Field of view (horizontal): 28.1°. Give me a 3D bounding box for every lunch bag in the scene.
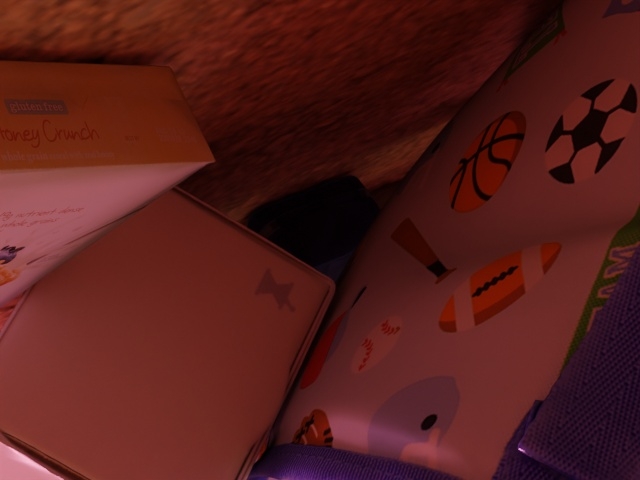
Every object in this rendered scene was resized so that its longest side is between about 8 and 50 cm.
[{"bbox_3d":[0.132,0.039,0.605,0.328,0.239,0.385,-57,175,-19],"label":"lunch bag"},{"bbox_3d":[0.000,0.000,0.836,0.098,0.065,0.067,-21,153,-27],"label":"lunch bag"}]

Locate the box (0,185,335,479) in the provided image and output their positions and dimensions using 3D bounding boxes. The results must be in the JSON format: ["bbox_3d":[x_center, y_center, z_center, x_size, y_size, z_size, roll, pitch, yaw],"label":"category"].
[{"bbox_3d":[-0.120,0.094,0.676,0.148,0.121,0.311,-63,-171,-29],"label":"box"}]

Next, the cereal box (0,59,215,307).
[{"bbox_3d":[-0.176,0.014,0.459,0.240,0.047,0.173,-31,169,31],"label":"cereal box"}]

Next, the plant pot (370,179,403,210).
[{"bbox_3d":[0.108,0.160,0.951,0.323,0.280,0.323,-36,146,-30],"label":"plant pot"}]
